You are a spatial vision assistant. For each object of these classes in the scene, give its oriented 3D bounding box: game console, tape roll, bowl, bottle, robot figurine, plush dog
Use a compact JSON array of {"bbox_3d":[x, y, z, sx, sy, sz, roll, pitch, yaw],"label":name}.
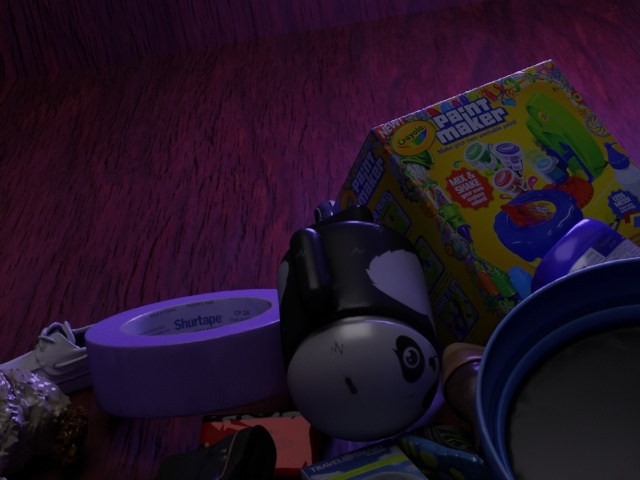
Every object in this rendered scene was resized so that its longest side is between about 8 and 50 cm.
[{"bbox_3d":[-0.057,0.234,1.893,0.144,0.085,0.124,-5,53,14],"label":"game console"},{"bbox_3d":[-0.142,0.133,2.014,0.274,0.090,0.275,-9,10,2],"label":"tape roll"},{"bbox_3d":[0.341,0.177,1.590,0.391,0.077,0.391,-1,43,1],"label":"bowl"},{"bbox_3d":[0.364,0.094,1.790,0.283,0.092,0.118,36,57,18],"label":"bottle"},{"bbox_3d":[0.043,0.090,1.852,0.209,0.174,0.278,13,41,-18],"label":"robot figurine"},{"bbox_3d":[-0.393,0.202,1.935,0.262,0.211,0.225,12,4,42],"label":"plush dog"}]

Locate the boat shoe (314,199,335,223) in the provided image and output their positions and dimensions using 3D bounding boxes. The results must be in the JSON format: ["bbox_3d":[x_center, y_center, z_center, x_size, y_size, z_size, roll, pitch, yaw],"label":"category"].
[{"bbox_3d":[0.000,0.000,2.381,0.065,0.075,0.206,-8,26,-3],"label":"boat shoe"}]

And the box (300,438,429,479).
[{"bbox_3d":[0.054,0.264,1.727,0.109,0.042,0.178,-16,23,-16],"label":"box"}]

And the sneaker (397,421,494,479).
[{"bbox_3d":[0.156,0.225,1.741,0.078,0.067,0.188,-29,24,-26],"label":"sneaker"}]

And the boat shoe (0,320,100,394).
[{"bbox_3d":[-0.327,0.144,2.147,0.258,0.084,0.095,-16,22,-15],"label":"boat shoe"}]

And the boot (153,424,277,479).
[{"bbox_3d":[-0.136,0.283,1.758,0.137,0.077,0.198,-18,20,29],"label":"boot"}]

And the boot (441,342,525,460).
[{"bbox_3d":[0.254,0.180,1.758,0.248,0.090,0.207,5,23,-13],"label":"boot"}]

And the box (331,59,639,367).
[{"bbox_3d":[0.221,-0.025,2.012,0.290,0.177,0.279,-24,67,-30],"label":"box"}]
